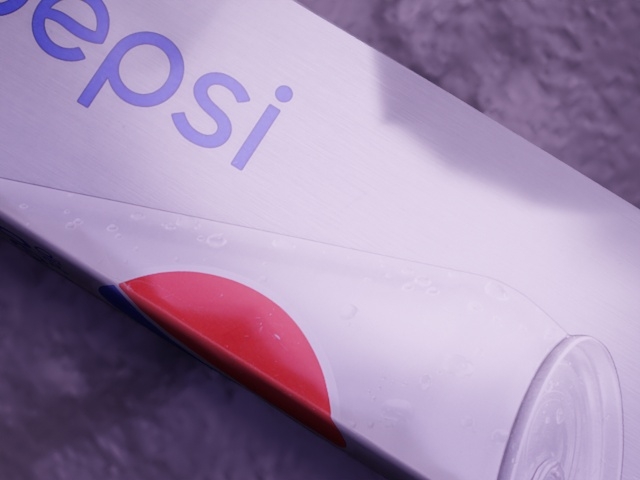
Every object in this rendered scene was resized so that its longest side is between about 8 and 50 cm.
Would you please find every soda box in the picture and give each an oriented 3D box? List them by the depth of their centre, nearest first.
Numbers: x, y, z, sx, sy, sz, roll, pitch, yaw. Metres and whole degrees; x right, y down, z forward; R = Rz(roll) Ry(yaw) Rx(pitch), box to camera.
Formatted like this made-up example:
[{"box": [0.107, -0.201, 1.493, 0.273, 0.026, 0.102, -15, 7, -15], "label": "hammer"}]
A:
[{"box": [0.000, 0.000, 0.465, 0.286, 0.091, 0.098, 32, 81, 3], "label": "soda box"}]
